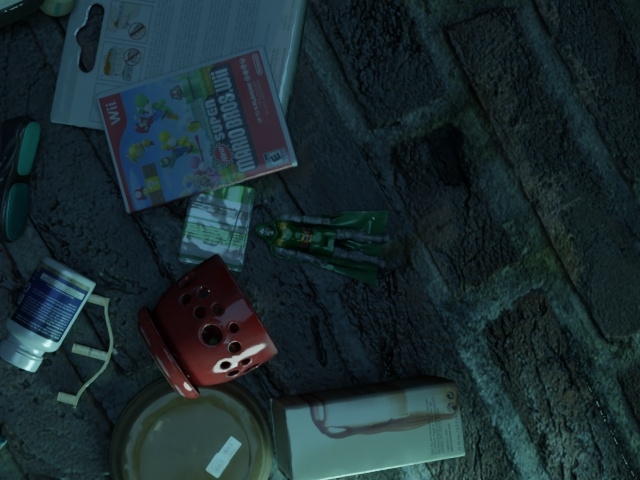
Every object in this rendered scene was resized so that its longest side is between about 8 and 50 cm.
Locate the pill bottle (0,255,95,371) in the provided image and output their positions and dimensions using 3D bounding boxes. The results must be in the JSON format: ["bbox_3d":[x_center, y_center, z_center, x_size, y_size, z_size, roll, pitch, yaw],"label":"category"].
[{"bbox_3d":[-0.439,0.117,1.333,0.094,0.094,0.169,30,81,-10],"label":"pill bottle"}]

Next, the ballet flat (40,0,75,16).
[{"bbox_3d":[-0.436,-0.491,1.363,0.086,0.086,0.249,-9,90,-13],"label":"ballet flat"}]

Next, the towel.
[{"bbox_3d":[-0.175,-0.027,1.437,0.113,0.023,0.152,11,85,-13],"label":"towel"}]

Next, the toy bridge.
[{"bbox_3d":[-0.376,0.183,1.380,0.063,0.026,0.188,17,84,-13],"label":"toy bridge"}]

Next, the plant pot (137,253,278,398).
[{"bbox_3d":[-0.186,0.143,1.344,0.174,0.191,0.191,-31,95,-10],"label":"plant pot"}]

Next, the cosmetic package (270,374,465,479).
[{"bbox_3d":[0.075,0.313,1.419,0.296,0.153,0.129,-6,88,-15],"label":"cosmetic package"}]

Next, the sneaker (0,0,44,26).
[{"bbox_3d":[-0.670,-0.412,1.294,0.447,0.169,0.258,-23,76,-10],"label":"sneaker"}]

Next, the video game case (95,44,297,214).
[{"bbox_3d":[-0.199,-0.178,1.355,0.285,0.025,0.204,-16,85,1],"label":"video game case"}]

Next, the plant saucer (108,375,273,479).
[{"bbox_3d":[-0.212,0.358,1.406,0.277,0.041,0.278,1,87,-14],"label":"plant saucer"}]

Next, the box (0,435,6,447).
[{"bbox_3d":[-0.589,0.395,1.285,0.060,0.100,0.244,40,80,-8],"label":"box"}]

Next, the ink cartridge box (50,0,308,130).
[{"bbox_3d":[-0.232,-0.307,1.423,0.384,0.091,0.308,10,86,4],"label":"ink cartridge box"}]

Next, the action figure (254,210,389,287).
[{"bbox_3d":[0.000,0.000,1.461,0.232,0.063,0.137,8,89,-9],"label":"action figure"}]

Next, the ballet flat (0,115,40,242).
[{"bbox_3d":[-0.499,-0.100,1.346,0.074,0.074,0.203,10,92,-13],"label":"ballet flat"}]
